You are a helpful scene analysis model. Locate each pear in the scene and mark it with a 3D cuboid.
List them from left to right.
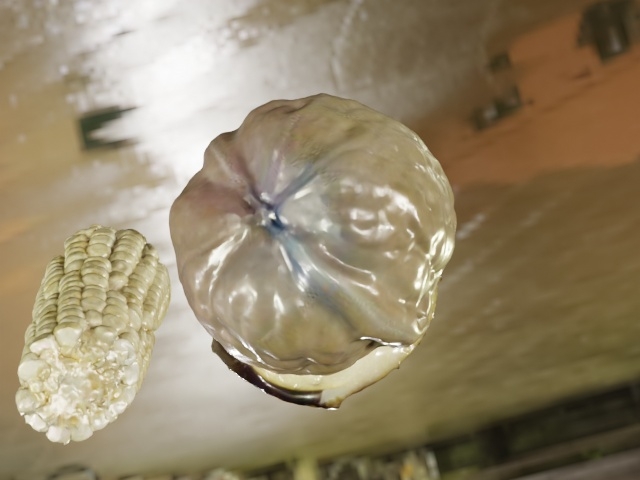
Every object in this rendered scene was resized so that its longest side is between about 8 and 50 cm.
[{"bbox_3d":[0.003,0.041,2.006,0.267,0.267,0.178,-14,-178,1],"label":"pear"}]

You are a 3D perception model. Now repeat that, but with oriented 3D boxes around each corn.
[{"bbox_3d":[-0.135,0.052,1.137,0.087,0.087,0.211,-14,-163,1],"label":"corn"}]

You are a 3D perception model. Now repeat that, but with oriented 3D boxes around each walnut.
[{"bbox_3d":[-0.002,-0.001,1.606,0.248,0.248,0.248,-14,170,-3],"label":"walnut"}]
